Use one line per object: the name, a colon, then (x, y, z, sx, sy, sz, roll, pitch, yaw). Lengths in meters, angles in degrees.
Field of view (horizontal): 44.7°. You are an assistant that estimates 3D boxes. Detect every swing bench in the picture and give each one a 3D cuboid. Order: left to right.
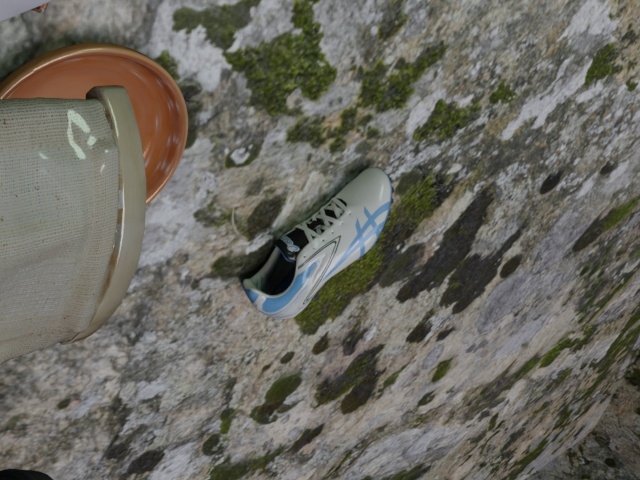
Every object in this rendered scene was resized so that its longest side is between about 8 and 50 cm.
swing bench: (-0.264, 0.014, 0.405, 0.253, 0.254, 0.165, -18, 106, -54)

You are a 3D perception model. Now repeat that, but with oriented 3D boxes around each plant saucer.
plant saucer: (-0.214, -0.088, 0.693, 0.200, 0.037, 0.200, -27, 143, -22)

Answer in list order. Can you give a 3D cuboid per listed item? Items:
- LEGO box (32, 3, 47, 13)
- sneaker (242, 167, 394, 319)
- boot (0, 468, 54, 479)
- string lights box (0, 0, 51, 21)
LEGO box: (-0.192, -0.386, 0.248, 0.372, 0.193, 0.500, 8, 122, -49)
sneaker: (0.000, 0.000, 0.971, 0.237, 0.085, 0.086, -48, 139, 2)
boot: (-0.487, 0.274, 0.619, 0.367, 0.146, 0.445, -31, 156, 8)
string lights box: (-0.172, -0.159, 0.209, 0.133, 0.077, 0.260, -22, 157, 0)
